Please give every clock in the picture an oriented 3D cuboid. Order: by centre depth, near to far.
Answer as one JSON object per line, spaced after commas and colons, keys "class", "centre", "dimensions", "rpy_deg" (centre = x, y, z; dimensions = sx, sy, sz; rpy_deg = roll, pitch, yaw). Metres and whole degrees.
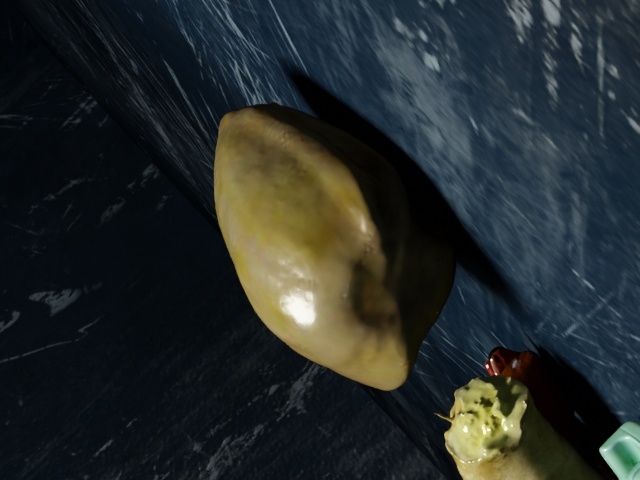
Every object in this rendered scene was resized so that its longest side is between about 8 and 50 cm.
{"class": "clock", "centre": [0.265, 0.192, 1.361], "dimensions": [0.101, 0.041, 0.135], "rpy_deg": [51, 174, -31]}

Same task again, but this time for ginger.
{"class": "ginger", "centre": [0.252, 0.253, 1.541], "dimensions": [0.375, 0.166, 0.236], "rpy_deg": [58, -164, 4]}

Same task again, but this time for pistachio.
{"class": "pistachio", "centre": [0.000, 0.000, 1.493], "dimensions": [0.260, 0.163, 0.213], "rpy_deg": [45, 141, 50]}

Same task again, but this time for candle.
{"class": "candle", "centre": [0.222, 0.189, 1.612], "dimensions": [0.302, 0.059, 0.084], "rpy_deg": [51, -177, -33]}
